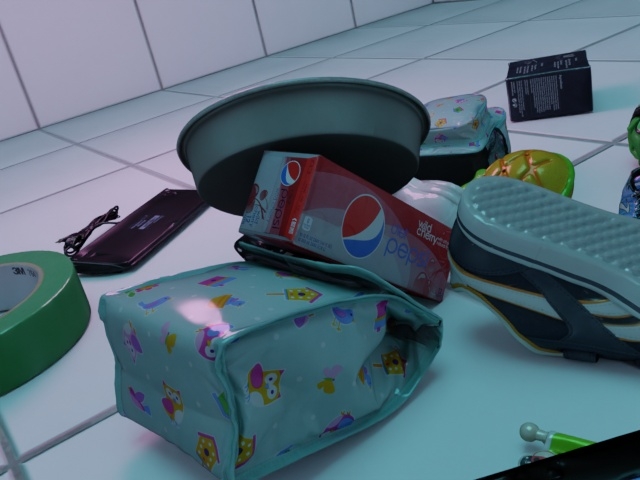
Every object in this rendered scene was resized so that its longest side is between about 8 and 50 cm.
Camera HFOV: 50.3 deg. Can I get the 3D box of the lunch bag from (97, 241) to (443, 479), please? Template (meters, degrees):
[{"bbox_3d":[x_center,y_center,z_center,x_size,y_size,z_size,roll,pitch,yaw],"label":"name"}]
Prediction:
[{"bbox_3d":[-0.041,0.092,0.657,0.262,0.160,0.223,-17,17,-38],"label":"lunch bag"}]

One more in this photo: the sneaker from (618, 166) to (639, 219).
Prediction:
[{"bbox_3d":[0.387,-0.042,0.830,0.064,0.073,0.162,-3,25,21],"label":"sneaker"}]

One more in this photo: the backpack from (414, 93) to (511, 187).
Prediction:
[{"bbox_3d":[0.218,-0.156,1.097,0.166,0.144,0.188,-3,22,34],"label":"backpack"}]

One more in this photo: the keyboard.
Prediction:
[{"bbox_3d":[-0.339,-0.023,1.230,0.202,0.033,0.317,4,27,20],"label":"keyboard"}]

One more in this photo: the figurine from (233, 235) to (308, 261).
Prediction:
[{"bbox_3d":[0.000,0.000,0.936,0.215,0.092,0.209,-20,20,-16],"label":"figurine"}]

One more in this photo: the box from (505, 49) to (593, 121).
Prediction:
[{"bbox_3d":[0.463,-0.314,1.380,0.158,0.093,0.156,-5,24,21],"label":"box"}]

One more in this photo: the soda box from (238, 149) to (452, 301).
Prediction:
[{"bbox_3d":[0.043,-0.008,0.735,0.084,0.092,0.263,11,-8,44],"label":"soda box"}]

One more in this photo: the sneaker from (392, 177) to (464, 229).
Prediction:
[{"bbox_3d":[0.128,-0.037,0.973,0.094,0.080,0.212,-61,21,-6],"label":"sneaker"}]

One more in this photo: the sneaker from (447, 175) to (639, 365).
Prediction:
[{"bbox_3d":[0.274,0.052,0.641,0.321,0.127,0.126,25,44,19],"label":"sneaker"}]

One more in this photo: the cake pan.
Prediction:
[{"bbox_3d":[-0.015,-0.090,0.785,0.293,0.054,0.293,-7,-17,-2],"label":"cake pan"}]

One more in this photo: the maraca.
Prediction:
[{"bbox_3d":[0.256,-0.063,0.920,0.186,0.099,0.127,-7,49,51],"label":"maraca"}]

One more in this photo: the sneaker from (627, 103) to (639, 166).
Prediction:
[{"bbox_3d":[0.533,-0.195,1.023,0.146,0.134,0.344,-23,3,33],"label":"sneaker"}]

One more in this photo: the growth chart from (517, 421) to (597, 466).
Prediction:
[{"bbox_3d":[0.180,0.213,0.430,0.172,0.021,0.237,2,30,33],"label":"growth chart"}]

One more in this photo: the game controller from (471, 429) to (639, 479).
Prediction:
[{"bbox_3d":[0.127,0.202,0.377,0.319,0.067,0.166,-16,25,-2],"label":"game controller"}]

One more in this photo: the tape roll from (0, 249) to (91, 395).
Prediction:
[{"bbox_3d":[-0.482,0.119,0.925,0.322,0.077,0.321,-11,24,5],"label":"tape roll"}]
